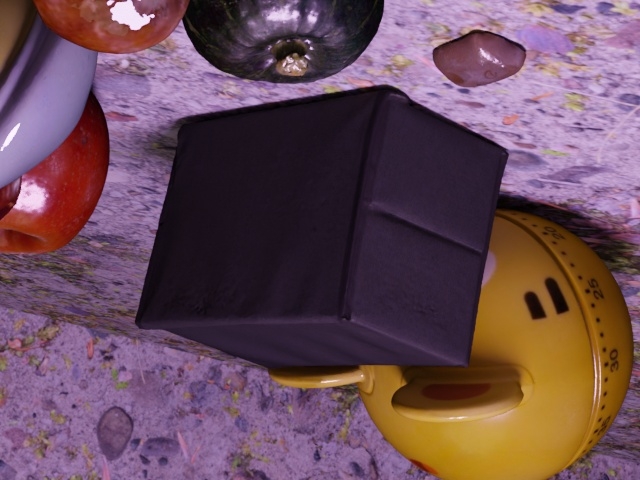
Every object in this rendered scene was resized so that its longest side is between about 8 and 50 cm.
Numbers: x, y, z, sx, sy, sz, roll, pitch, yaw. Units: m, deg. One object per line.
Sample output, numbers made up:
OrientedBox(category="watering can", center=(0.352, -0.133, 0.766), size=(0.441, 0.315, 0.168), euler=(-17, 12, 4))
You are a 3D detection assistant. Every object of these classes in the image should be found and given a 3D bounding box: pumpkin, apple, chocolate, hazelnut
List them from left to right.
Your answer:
OrientedBox(category="apple", center=(-0.341, -0.094, 1.846), size=(0.218, 0.201, 0.218), euler=(3, 165, 1))
OrientedBox(category="hazelnut", center=(-0.158, -0.221, 1.288), size=(0.143, 0.154, 0.143), euler=(-4, -168, 1))
OrientedBox(category="pumpkin", center=(-0.032, -0.192, 1.346), size=(0.167, 0.125, 0.167), euler=(17, 159, 7))
OrientedBox(category="chocolate", center=(0.141, -0.161, 1.537), size=(0.064, 0.031, 0.100), euler=(23, 164, -26))

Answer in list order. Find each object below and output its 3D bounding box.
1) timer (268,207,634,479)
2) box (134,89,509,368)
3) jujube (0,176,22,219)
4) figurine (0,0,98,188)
OrientedBox(category="timer", center=(0.173, 0.133, 1.984), size=(0.387, 0.376, 0.376), euler=(-11, -179, -35))
OrientedBox(category="box", center=(-0.001, 0.000, 1.833), size=(0.204, 0.251, 0.345), euler=(22, 163, -40))
OrientedBox(category="jujube", center=(-0.426, -0.128, 1.581), size=(0.318, 0.223, 0.223), euler=(50, 164, 1))
OrientedBox(category="figurine", center=(-0.328, -0.180, 1.341), size=(0.205, 0.224, 0.382), euler=(30, 173, 39))
